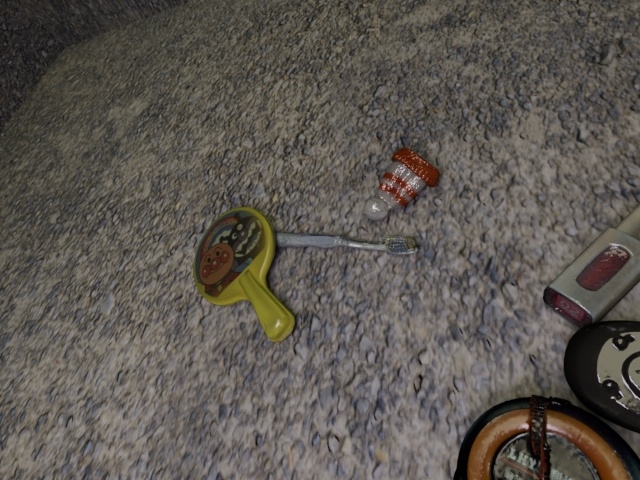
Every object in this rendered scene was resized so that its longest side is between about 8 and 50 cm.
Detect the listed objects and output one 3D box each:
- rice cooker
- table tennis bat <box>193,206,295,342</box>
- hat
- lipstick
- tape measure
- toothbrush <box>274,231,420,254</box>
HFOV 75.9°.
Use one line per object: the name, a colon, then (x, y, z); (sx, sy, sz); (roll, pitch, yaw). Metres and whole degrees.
rice cooker: (0.407, 0.168, 0.488); (0.203, 0.118, 0.142); (11, 79, 28)
table tennis bat: (-0.163, 0.068, 0.868); (0.224, 0.054, 0.368); (-46, 51, 6)
hat: (0.153, -0.104, 0.836); (0.162, 0.094, 0.112); (-53, 40, 8)
lipstick: (0.449, 0.019, 0.604); (0.253, 0.077, 0.079); (-40, 52, -6)
tape measure: (0.262, 0.297, 0.470); (0.202, 0.135, 0.222); (12, 61, 42)
toothbrush: (0.000, 0.000, 0.854); (0.414, 0.042, 0.035); (2, 60, 29)
